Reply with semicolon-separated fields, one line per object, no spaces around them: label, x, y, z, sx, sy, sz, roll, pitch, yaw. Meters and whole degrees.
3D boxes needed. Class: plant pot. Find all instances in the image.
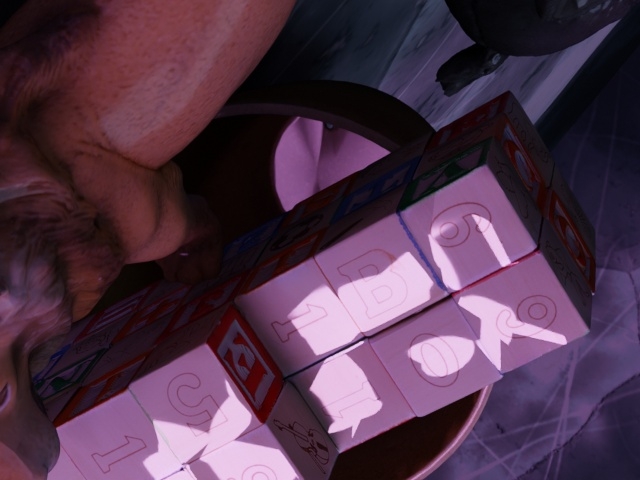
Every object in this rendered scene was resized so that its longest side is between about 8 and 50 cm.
plant pot;0.000;0.000;0.881;0.237;0.237;0.254;-51;-176;23

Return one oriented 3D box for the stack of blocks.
stack of blocks;-0.025;0.056;0.677;0.297;0.087;0.171;-28;-167;20

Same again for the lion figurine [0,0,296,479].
lion figurine;-0.052;-0.084;0.559;0.392;0.142;0.240;-56;169;2

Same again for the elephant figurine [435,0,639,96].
elephant figurine;0.111;-0.201;0.786;0.169;0.186;0.239;-6;171;20
